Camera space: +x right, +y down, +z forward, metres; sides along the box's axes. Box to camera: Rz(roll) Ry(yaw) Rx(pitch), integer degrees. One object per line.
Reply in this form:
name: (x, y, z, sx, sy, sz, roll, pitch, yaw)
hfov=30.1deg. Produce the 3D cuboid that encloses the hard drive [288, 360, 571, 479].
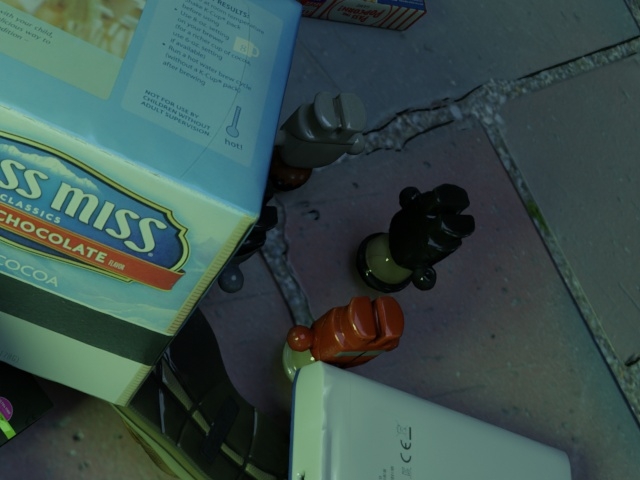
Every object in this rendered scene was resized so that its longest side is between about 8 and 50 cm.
hard drive: (0.104, 0.245, 1.001, 0.319, 0.040, 0.210, 24, 55, -36)

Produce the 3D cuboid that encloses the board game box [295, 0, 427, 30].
board game box: (0.024, -0.321, 1.232, 0.147, 0.045, 0.193, 2, 69, -32)

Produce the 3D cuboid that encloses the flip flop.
flip flop: (-0.110, 0.134, 0.938, 0.277, 0.080, 0.112, 52, 46, -23)

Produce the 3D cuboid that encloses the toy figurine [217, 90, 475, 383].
toy figurine: (0.000, 0.000, 1.024, 0.209, 0.148, 0.213, 41, 56, -6)

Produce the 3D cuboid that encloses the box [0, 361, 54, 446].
box: (-0.248, 0.110, 0.866, 0.062, 0.052, 0.083, -37, 91, -38)

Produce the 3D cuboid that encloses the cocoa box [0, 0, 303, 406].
cocoa box: (-0.219, -0.091, 0.779, 0.347, 0.228, 0.231, 24, 43, -15)
